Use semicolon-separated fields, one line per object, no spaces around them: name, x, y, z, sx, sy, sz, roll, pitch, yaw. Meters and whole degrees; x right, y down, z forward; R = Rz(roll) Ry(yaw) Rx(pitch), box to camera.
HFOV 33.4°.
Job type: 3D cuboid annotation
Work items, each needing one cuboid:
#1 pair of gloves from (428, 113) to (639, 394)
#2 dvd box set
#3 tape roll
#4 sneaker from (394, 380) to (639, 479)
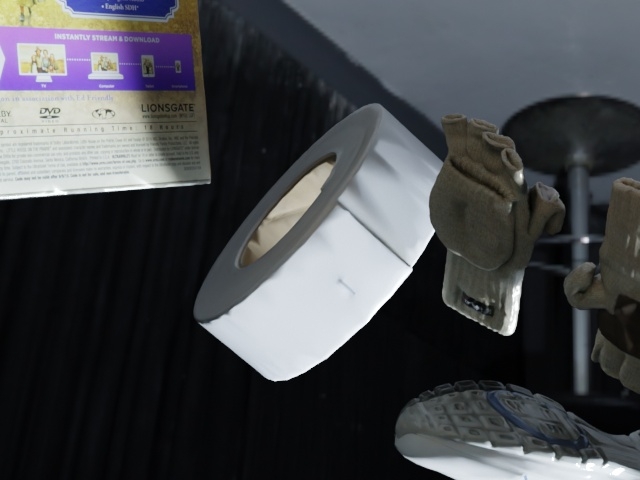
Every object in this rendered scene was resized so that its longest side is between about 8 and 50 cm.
pair of gloves;0.190;0.014;0.819;0.240;0.042;0.204;23;142;36
dvd box set;-0.225;-0.236;0.723;0.307;0.421;0.062;-9;-174;-43
tape roll;0.000;0.000;1.067;0.100;0.286;0.286;42;143;-14
sneaker;0.191;0.199;0.823;0.297;0.129;0.111;19;-163;-9
